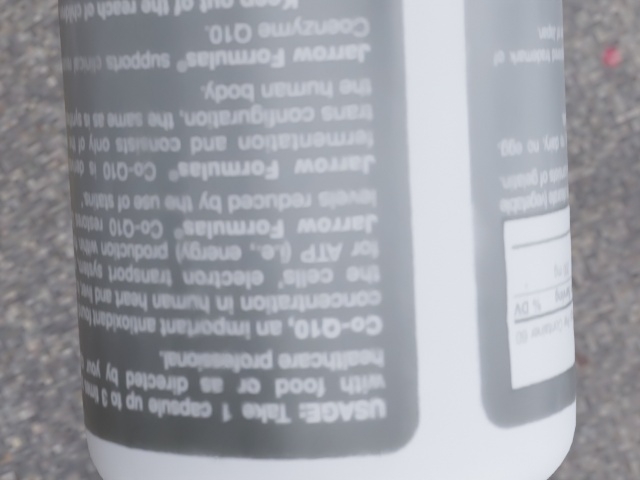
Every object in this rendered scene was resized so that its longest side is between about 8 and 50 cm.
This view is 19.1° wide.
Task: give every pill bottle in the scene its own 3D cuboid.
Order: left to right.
[{"bbox_3d":[0.000,0.000,0.614,0.161,0.161,0.283,-8,98,-48],"label":"pill bottle"}]
